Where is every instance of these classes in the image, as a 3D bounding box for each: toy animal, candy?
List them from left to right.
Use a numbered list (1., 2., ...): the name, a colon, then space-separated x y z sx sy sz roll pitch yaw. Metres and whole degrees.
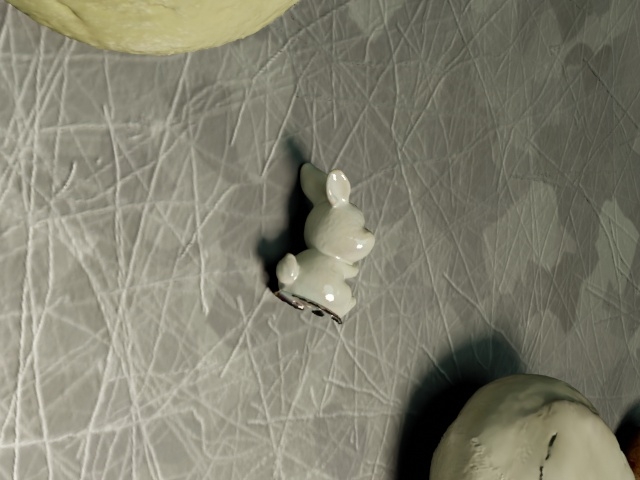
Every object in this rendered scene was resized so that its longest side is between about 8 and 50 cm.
1. toy animal: 0.005 0.003 0.997 0.085 0.071 0.124 29 81 -26
2. candy: 0.211 0.290 1.172 0.295 0.185 0.295 15 68 -42

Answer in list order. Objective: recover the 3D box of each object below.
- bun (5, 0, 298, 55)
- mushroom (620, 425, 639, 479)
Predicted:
1. bun: -0.092 -0.300 0.742 0.352 0.227 0.349 7 92 -45
2. mushroom: 0.478 0.354 1.438 0.148 0.217 0.227 32 71 -44
